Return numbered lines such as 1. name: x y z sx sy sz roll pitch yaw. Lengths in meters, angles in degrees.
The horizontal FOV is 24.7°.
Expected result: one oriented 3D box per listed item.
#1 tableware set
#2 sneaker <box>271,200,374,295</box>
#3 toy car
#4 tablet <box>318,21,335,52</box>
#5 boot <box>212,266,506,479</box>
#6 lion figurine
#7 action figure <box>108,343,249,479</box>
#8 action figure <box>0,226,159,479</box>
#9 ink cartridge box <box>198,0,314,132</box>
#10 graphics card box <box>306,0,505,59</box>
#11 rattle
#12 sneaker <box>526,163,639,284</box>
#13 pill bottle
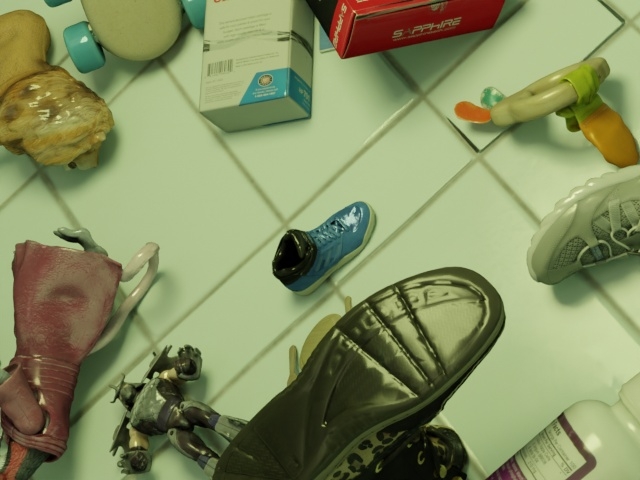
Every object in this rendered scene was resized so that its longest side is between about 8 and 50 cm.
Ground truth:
1. tableware set: 0.012 0.171 1.799 0.128 0.039 0.194 -43 28 31
2. sneaker: 0.001 0.001 1.876 0.152 0.084 0.058 -44 57 6
3. toy car: -0.288 -0.394 2.153 0.219 0.210 0.238 -21 30 2
4. tablet: 0.022 -0.303 2.028 0.054 0.006 0.083 -10 66 25
5. boot: 0.087 0.203 1.633 0.377 0.284 0.138 -45 57 7
6. lion figurine: -0.452 -0.248 2.182 0.240 0.142 0.392 -27 57 9
7. action figure: -0.174 0.233 1.875 0.285 0.099 0.185 22 91 36
8. action figure: -0.366 0.184 1.972 0.276 0.248 0.370 5 71 0
9. ink cartridge box: -0.086 -0.259 2.024 0.140 0.082 0.190 -7 67 25
10. graphics card box: 0.059 -0.411 1.930 0.233 0.094 0.371 -15 58 -23
11. rattle: 0.281 -0.140 1.816 0.200 0.143 0.130 -23 28 36
12. sneaker: 0.366 -0.023 1.680 0.281 0.105 0.115 -33 59 12
13. pill bottle: 0.281 0.280 1.572 0.301 0.169 0.169 -42 58 8
